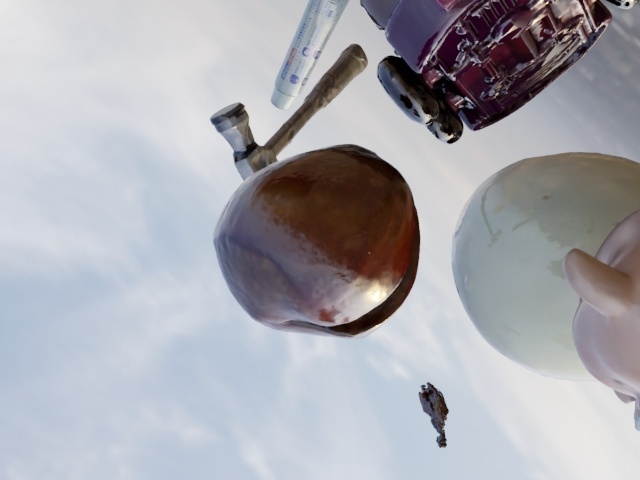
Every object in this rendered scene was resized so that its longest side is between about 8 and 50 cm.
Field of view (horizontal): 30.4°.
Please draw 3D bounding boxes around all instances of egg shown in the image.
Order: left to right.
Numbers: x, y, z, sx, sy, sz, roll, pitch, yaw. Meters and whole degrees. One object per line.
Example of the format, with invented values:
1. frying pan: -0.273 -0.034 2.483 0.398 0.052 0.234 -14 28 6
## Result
1. egg: 0.329 0.033 1.434 0.345 0.283 0.283 6 157 46

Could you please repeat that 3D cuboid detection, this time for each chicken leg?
1. chicken leg: 0.140 0.208 1.424 0.021 0.036 0.083 4 -131 -33

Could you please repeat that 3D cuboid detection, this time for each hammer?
1. hammer: -0.017 -0.183 1.557 0.152 0.044 0.427 61 -148 -19

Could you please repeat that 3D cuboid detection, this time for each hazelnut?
1. hazelnut: 0.000 0.000 1.019 0.178 0.178 0.204 49 176 21

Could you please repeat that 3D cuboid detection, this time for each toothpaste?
1. toothpaste: -0.001 -0.234 1.262 0.052 0.218 0.033 11 -145 -25

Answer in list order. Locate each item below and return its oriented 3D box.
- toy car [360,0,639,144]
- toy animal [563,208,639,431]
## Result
1. toy car: 0.150 -0.270 1.203 0.240 0.271 0.340 54 -170 18
2. toy animal: 0.325 0.075 1.124 0.195 0.213 0.256 5 -159 11
